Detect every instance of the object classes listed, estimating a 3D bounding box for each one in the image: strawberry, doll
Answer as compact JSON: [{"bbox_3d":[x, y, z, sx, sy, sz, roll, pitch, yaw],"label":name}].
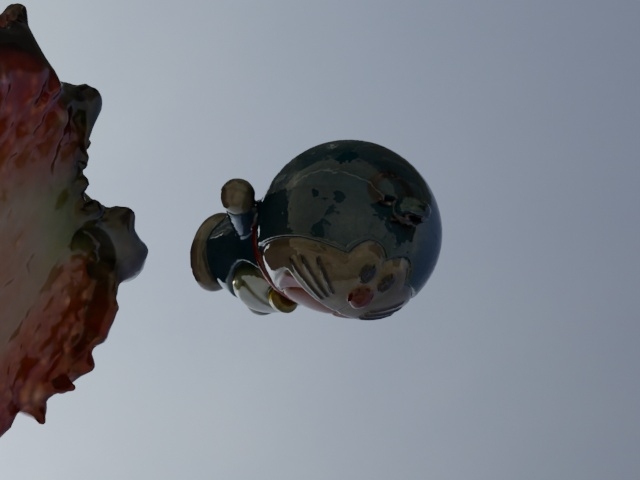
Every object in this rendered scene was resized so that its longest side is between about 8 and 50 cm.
[{"bbox_3d":[-0.226,0.031,0.587,0.138,0.233,0.306,17,-133,25],"label":"strawberry"},{"bbox_3d":[0.000,0.000,0.590,0.152,0.114,0.085,-16,-125,50],"label":"doll"}]
